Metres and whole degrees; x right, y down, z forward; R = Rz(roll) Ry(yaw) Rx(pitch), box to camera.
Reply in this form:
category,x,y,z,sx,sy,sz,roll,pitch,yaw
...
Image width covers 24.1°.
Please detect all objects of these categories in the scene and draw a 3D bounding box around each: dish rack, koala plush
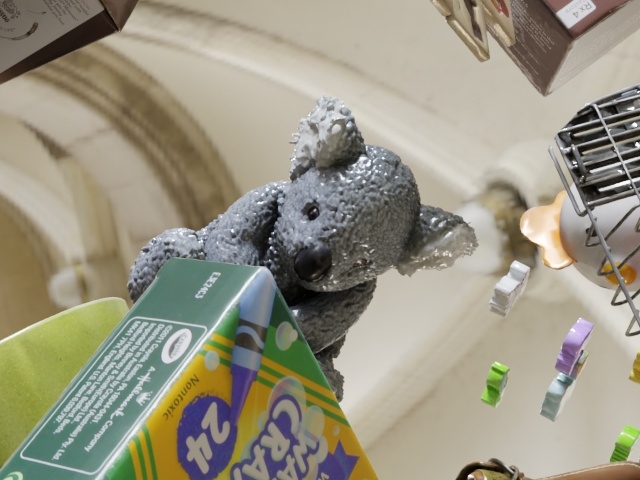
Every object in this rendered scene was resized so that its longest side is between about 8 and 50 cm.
category,x,y,z,sx,sy,sz,roll,pitch,yaw
dish rack,0.270,0.017,0.962,0.074,0.208,0.271,104,-31,-65
koala plush,0.000,0.000,1.192,0.196,0.203,0.221,44,-53,-1

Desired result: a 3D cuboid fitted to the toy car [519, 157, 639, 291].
category,x,y,z,sx,sy,sz,roll,pitch,yaw
toy car,0.276,0.001,1.214,0.210,0.238,0.219,-70,147,-43

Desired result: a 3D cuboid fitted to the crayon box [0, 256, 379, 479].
category,x,y,z,sx,sy,sz,roll,pitch,yaw
crayon box,-0.051,0.197,0.925,0.083,0.203,0.323,5,-45,37

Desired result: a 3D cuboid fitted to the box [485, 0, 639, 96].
category,x,y,z,sx,sy,sz,roll,pitch,yaw
box,0.299,-0.312,1.812,0.167,0.168,0.203,52,-11,11

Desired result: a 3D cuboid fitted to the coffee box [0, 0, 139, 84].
category,x,y,z,sx,sy,sz,roll,pitch,yaw
coffee box,-0.325,-0.238,1.498,0.119,0.297,0.168,58,27,-25

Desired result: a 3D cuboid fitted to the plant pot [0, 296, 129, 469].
category,x,y,z,sx,sy,sz,roll,pitch,yaw
plant pot,-0.216,0.246,1.302,0.293,0.275,0.275,58,-27,8

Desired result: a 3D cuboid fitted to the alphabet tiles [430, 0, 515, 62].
category,x,y,z,sx,sy,sz,roll,pitch,yaw
alphabet tiles,0.067,-0.308,1.111,0.011,0.285,0.342,-21,-128,24

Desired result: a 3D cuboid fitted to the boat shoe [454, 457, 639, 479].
category,x,y,z,sx,sy,sz,roll,pitch,yaw
boat shoe,0.157,0.243,1.280,0.111,0.307,0.104,-160,-129,-70

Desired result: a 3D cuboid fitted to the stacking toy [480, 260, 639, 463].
category,x,y,z,sx,sy,sz,roll,pitch,yaw
stacking toy,0.242,0.133,1.480,0.167,0.052,0.221,27,-38,20
